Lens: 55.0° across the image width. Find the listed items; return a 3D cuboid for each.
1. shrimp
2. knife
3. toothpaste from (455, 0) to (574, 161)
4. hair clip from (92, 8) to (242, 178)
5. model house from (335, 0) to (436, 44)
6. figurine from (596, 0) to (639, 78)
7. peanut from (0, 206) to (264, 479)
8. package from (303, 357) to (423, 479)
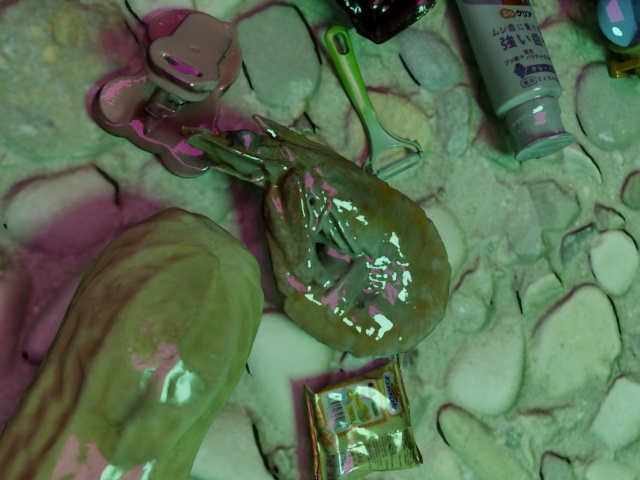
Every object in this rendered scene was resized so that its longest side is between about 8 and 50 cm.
[{"bbox_3d":[0.000,0.000,0.568,0.317,0.077,0.168,30,72,-23],"label":"shrimp"},{"bbox_3d":[0.045,-0.144,0.641,0.078,0.022,0.166,-28,92,-30],"label":"knife"},{"bbox_3d":[0.209,-0.240,0.702,0.113,0.073,0.300,-9,77,-22],"label":"toothpaste"},{"bbox_3d":[-0.131,-0.145,0.573,0.123,0.102,0.138,26,41,-17],"label":"hair clip"},{"bbox_3d":[0.057,-0.314,0.610,0.164,0.141,0.203,48,63,-29],"label":"model house"},{"bbox_3d":[0.434,-0.323,0.749,0.179,0.153,0.262,13,90,-43],"label":"figurine"},{"bbox_3d":[-0.146,0.122,0.463,0.152,0.152,0.313,30,74,-13],"label":"peanut"},{"bbox_3d":[0.040,0.177,0.583,0.120,0.031,0.108,-9,85,-27],"label":"package"}]
